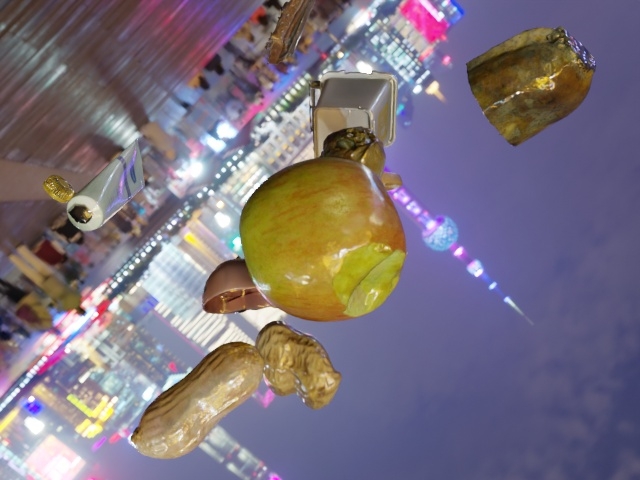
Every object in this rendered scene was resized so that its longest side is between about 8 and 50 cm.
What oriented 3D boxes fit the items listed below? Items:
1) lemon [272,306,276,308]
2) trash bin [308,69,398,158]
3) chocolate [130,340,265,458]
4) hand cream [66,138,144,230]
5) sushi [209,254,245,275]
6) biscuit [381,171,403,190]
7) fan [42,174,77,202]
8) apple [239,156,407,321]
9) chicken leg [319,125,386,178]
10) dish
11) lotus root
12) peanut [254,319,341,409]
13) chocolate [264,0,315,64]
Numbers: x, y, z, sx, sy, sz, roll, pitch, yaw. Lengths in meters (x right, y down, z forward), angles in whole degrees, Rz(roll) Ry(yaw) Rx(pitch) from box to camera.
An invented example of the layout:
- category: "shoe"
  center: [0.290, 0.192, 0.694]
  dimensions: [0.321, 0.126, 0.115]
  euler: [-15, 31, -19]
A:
- category: "lemon"
  center: [-0.124, 0.144, 1.915]
  dimensions: [0.109, 0.133, 0.109]
  euler: [-30, -155, 16]
- category: "trash bin"
  center: [0.076, -0.371, 2.031]
  dimensions: [0.367, 0.296, 0.255]
  euler: [-66, 160, -61]
- category: "chocolate"
  center: [-0.240, 0.325, 1.322]
  dimensions: [0.309, 0.134, 0.134]
  euler: [-38, -171, -7]
- category: "hand cream"
  center: [-0.414, -0.109, 1.314]
  dimensions: [0.067, 0.109, 0.320]
  euler: [-2, -156, 4]
- category: "sushi"
  center: [-0.223, 0.094, 2.013]
  dimensions: [0.226, 0.097, 0.103]
  euler: [-6, -174, -23]
- category: "biscuit"
  center: [0.062, -0.161, 1.987]
  dimensions: [0.288, 0.057, 0.344]
  euler: [1, 176, -41]
- category: "fan"
  center: [-0.701, -0.127, 1.849]
  dimensions: [0.039, 0.155, 0.082]
  euler: [-43, -144, 9]
- category: "apple"
  center: [0.000, 0.000, 1.326]
  dimensions: [0.339, 0.339, 0.339]
  euler: [-45, -170, 10]
- category: "chicken leg"
  center: [0.044, -0.155, 1.676]
  dimensions: [0.153, 0.201, 0.429]
  euler: [-6, 163, -21]
- category: "dish"
  center: [-0.173, 0.097, 1.506]
  dimensions: [0.214, 0.090, 0.213]
  euler: [-10, 160, -4]
- category: "lotus root"
  center: [0.539, -0.370, 1.613]
  dimensions: [0.260, 0.267, 0.149]
  euler: [-24, -136, 32]
- category: "peanut"
  center: [-0.054, 0.291, 1.520]
  dimensions: [0.110, 0.233, 0.196]
  euler: [-41, 142, -50]
- category: "chocolate"
  center: [-0.044, -0.530, 1.463]
  dimensions: [0.329, 0.065, 0.102]
  euler: [-69, -169, -23]
